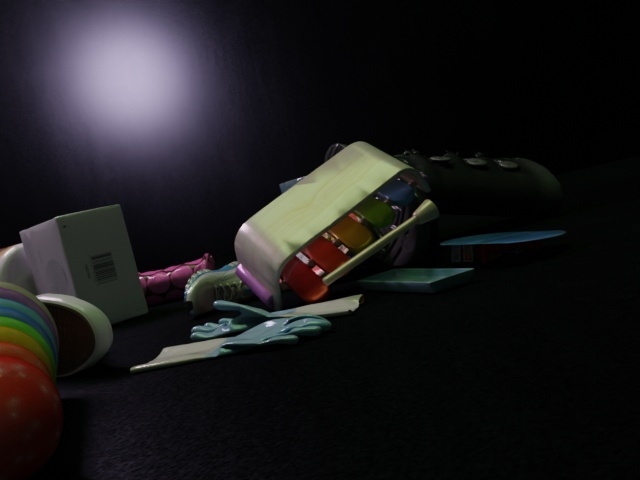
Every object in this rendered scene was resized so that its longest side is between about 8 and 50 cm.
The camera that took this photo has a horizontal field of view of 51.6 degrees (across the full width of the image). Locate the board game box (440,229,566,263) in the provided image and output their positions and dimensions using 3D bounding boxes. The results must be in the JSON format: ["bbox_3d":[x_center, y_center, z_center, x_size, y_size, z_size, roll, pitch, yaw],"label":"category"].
[{"bbox_3d":[0.253,0.011,0.916,0.133,0.033,0.168,-10,5,-41],"label":"board game box"}]

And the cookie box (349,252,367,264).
[{"bbox_3d":[0.042,-0.001,1.298,0.040,0.107,0.091,-13,3,-32],"label":"cookie box"}]

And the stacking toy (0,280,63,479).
[{"bbox_3d":[-0.278,0.117,0.545,0.141,0.141,0.330,-15,9,-25],"label":"stacking toy"}]

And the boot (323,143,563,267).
[{"bbox_3d":[0.272,-0.071,1.250,0.444,0.146,0.367,4,30,-26],"label":"boot"}]

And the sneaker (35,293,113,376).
[{"bbox_3d":[-0.343,0.116,0.889,0.290,0.106,0.123,-12,6,41],"label":"sneaker"}]

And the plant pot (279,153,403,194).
[{"bbox_3d":[0.071,-0.065,1.491,0.290,0.196,0.290,-13,4,1],"label":"plant pot"}]

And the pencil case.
[{"bbox_3d":[-0.334,0.089,1.470,0.209,0.095,0.098,-11,39,3],"label":"pencil case"}]

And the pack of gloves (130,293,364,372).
[{"bbox_3d":[-0.082,0.092,0.788,0.232,0.046,0.195,-13,3,18],"label":"pack of gloves"}]

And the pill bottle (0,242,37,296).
[{"bbox_3d":[-0.710,0.103,1.477,0.278,0.162,0.162,-12,4,35],"label":"pill bottle"}]

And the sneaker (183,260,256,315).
[{"bbox_3d":[-0.152,0.079,1.125,0.082,0.072,0.190,6,18,29],"label":"sneaker"}]

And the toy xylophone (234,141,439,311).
[{"bbox_3d":[0.027,-0.022,0.958,0.322,0.081,0.236,-32,43,-9],"label":"toy xylophone"}]

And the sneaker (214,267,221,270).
[{"bbox_3d":[-0.155,0.078,1.299,0.089,0.051,0.170,-14,8,-12],"label":"sneaker"}]

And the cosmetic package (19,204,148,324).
[{"bbox_3d":[-0.481,0.062,1.338,0.138,0.224,0.224,-17,5,-42],"label":"cosmetic package"}]

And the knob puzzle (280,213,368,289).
[{"bbox_3d":[0.000,0.000,1.144,0.213,0.030,0.213,-32,30,22],"label":"knob puzzle"}]

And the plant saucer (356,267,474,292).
[{"bbox_3d":[0.120,0.052,0.869,0.067,0.018,0.192,-15,4,-24],"label":"plant saucer"}]
